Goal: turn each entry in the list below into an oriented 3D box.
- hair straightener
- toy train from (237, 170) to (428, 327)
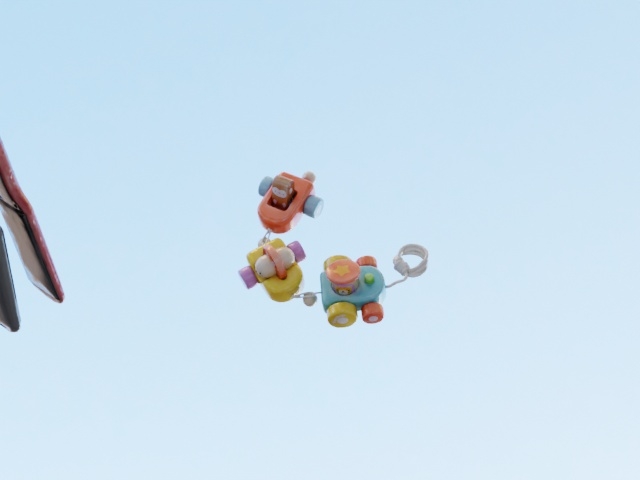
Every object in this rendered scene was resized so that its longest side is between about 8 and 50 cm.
[{"bbox_3d":[-0.236,-0.022,1.078,0.047,0.089,0.230,33,-33,34],"label":"hair straightener"},{"bbox_3d":[0.000,0.000,1.328,0.166,0.125,0.046,27,-26,24],"label":"toy train"}]
